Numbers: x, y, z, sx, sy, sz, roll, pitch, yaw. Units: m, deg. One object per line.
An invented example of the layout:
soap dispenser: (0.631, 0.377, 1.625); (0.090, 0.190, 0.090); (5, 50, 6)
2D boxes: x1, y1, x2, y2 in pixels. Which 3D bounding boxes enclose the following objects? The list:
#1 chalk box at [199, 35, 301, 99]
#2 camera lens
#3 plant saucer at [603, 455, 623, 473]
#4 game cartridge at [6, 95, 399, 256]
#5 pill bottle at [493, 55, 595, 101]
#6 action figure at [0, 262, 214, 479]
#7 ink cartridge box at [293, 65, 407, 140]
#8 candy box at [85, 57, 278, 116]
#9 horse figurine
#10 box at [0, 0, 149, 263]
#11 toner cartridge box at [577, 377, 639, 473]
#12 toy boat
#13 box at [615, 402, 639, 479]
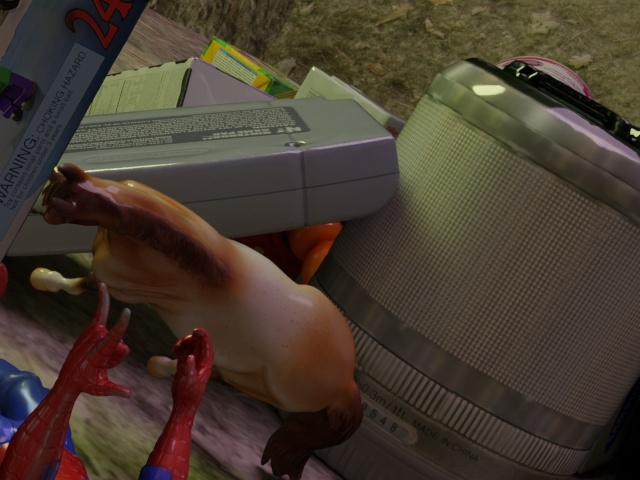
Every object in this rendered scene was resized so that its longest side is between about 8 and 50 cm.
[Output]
chalk box: (-0.088, -0.183, 1.754); (0.132, 0.132, 0.213); (37, 11, 27)
camera lens: (0.117, 0.033, 0.812); (0.219, 0.274, 0.219); (31, 9, -5)
plant saucer: (0.297, 0.210, 1.249); (0.119, 0.021, 0.119); (30, 9, -5)
game cartridge: (-0.107, -0.044, 0.769); (0.294, 0.060, 0.196); (-6, 12, -7)
pill bottle: (0.197, -0.088, 1.252); (0.160, 0.160, 0.283); (32, 25, 4)
action figure: (-0.104, 0.050, 0.474); (0.091, 0.139, 0.280); (23, 15, -40)
ink cartridge box: (0.014, -0.112, 1.566); (0.127, 0.176, 0.128); (34, 10, 17)
candy box: (-0.122, -0.104, 1.171); (0.165, 0.070, 0.196); (23, -15, -38)
horse figurine: (-0.059, 0.036, 0.601); (0.263, 0.066, 0.174); (43, -26, -30)
box: (-0.172, -0.040, 0.397); (0.159, 0.233, 0.044); (25, 11, -35)
toner cartridge box: (0.317, 0.039, 1.114); (0.075, 0.348, 0.165); (35, 22, 30)
toy boat: (0.000, 0.000, 1.079); (0.231, 0.151, 0.151); (23, 29, -39)
box: (0.531, 0.127, 0.936); (0.472, 0.297, 0.480); (34, -28, 25)
